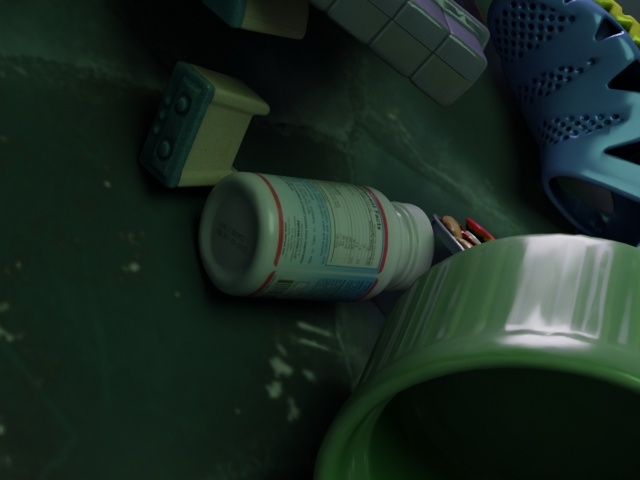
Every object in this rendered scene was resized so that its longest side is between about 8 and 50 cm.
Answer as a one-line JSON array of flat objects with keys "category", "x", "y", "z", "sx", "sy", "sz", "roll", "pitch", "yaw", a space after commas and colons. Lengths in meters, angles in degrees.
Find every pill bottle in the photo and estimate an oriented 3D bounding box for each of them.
[{"category": "pill bottle", "x": 0.000, "y": 0.000, "z": 1.294, "sx": 0.160, "sy": 0.087, "sz": 0.087, "roll": 5, "pitch": 63, "yaw": -38}]

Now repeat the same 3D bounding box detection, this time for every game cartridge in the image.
[{"category": "game cartridge", "x": 0.013, "y": -0.235, "z": 1.343, "sx": 0.230, "sy": 0.068, "sz": 0.355, "roll": 32, "pitch": 19, "yaw": -16}]

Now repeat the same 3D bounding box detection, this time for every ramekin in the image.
[{"category": "ramekin", "x": 0.158, "y": 0.139, "z": 1.204, "sx": 0.303, "sy": 0.303, "sz": 0.148, "roll": 38, "pitch": 40, "yaw": -16}]

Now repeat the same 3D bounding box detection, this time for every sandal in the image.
[{"category": "sandal", "x": 0.231, "y": -0.077, "z": 1.505, "sx": 0.138, "sy": 0.126, "sz": 0.317, "roll": -26, "pitch": 82, "yaw": -40}]

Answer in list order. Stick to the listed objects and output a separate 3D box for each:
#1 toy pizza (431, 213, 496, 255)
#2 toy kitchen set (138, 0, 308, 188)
[{"category": "toy pizza", "x": 0.158, "y": 0.049, "z": 1.351, "sx": 0.201, "sy": 0.032, "sz": 0.201, "roll": 47, "pitch": 5, "yaw": -5}, {"category": "toy kitchen set", "x": -0.129, "y": -0.158, "z": 1.297, "sx": 0.122, "sy": 0.166, "sz": 0.207, "roll": 5, "pitch": 27, "yaw": -41}]
